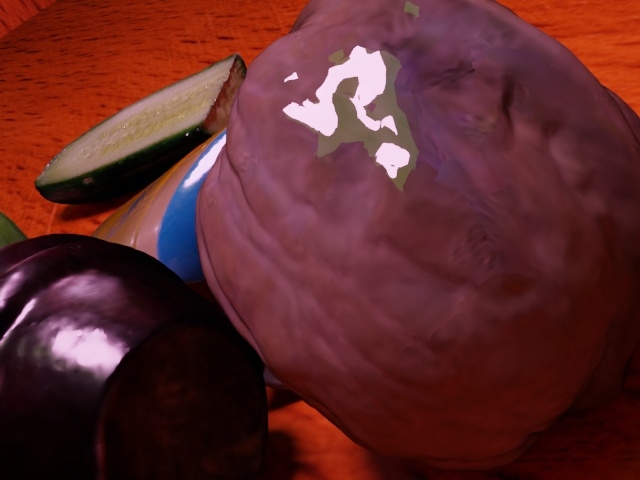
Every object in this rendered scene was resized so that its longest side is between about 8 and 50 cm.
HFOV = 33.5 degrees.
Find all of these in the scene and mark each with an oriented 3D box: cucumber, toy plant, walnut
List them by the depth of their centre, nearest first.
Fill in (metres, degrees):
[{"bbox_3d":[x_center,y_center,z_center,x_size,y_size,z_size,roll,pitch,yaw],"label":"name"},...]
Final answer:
[{"bbox_3d":[0.055,-0.009,0.487,0.224,0.224,0.224,-25,26,13],"label":"walnut"},{"bbox_3d":[-0.152,0.074,0.567,0.235,0.218,0.175,5,32,38],"label":"toy plant"},{"bbox_3d":[-0.177,-0.090,1.056,0.244,0.063,0.115,-18,37,25],"label":"cucumber"}]

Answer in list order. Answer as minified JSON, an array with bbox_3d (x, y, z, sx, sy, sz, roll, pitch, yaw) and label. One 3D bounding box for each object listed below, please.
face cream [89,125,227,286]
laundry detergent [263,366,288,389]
[{"bbox_3d":[-0.095,-0.011,0.723,0.139,0.067,0.285,-52,14,-25],"label":"face cream"},{"bbox_3d":[0.000,0.000,0.688,0.099,0.070,0.225,-30,25,19],"label":"laundry detergent"}]
